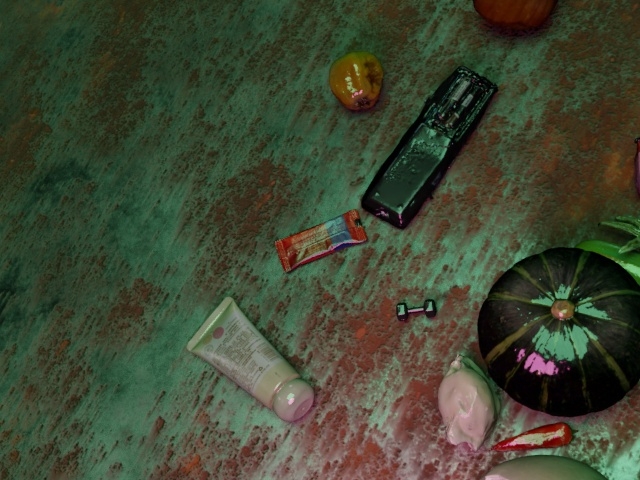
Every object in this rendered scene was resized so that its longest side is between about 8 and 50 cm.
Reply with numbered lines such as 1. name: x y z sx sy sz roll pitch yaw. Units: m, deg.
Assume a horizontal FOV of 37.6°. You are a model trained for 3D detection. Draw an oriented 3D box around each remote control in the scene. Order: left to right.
1. remote control: 0.244 -0.211 2.070 0.144 0.062 0.399 30 79 23

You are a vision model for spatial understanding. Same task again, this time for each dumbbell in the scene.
1. dumbbell: 0.199 0.144 1.954 0.083 0.040 0.036 -8 100 11

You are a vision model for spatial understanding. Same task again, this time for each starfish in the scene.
1. starfish: 0.649 -0.003 1.847 0.223 0.216 0.050 23 116 51

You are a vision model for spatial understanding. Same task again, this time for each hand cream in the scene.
1. hand cream: -0.143 0.258 1.972 0.306 0.093 0.147 38 88 26

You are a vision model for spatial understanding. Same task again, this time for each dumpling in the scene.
1. dumpling: 0.290 0.320 1.819 0.118 0.136 0.199 -23 36 43

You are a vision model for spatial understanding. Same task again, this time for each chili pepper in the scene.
1. chili pepper: 0.409 0.381 1.809 0.178 0.027 0.045 -13 67 12

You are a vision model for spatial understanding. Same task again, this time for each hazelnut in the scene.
1. hazelnut: 0.449 -0.561 2.082 0.210 0.210 0.186 -12 106 10

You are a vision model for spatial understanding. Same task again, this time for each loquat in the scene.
1. loquat: 0.083 -0.364 2.149 0.137 0.113 0.137 -1 79 4

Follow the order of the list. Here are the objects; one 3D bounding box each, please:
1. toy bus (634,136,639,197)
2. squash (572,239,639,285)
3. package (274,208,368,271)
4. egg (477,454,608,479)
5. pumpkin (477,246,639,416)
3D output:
1. toy bus: 0.779 -0.151 1.869 0.302 0.127 0.147 1 74 14
2. squash: 0.585 0.050 1.859 0.188 0.095 0.095 27 78 23
3. package: 0.000 0.000 2.073 0.200 0.022 0.083 -21 66 5
4. egg: 0.357 0.514 1.598 0.278 0.336 0.279 10 103 51
5. pumpkin: 0.458 0.170 1.761 0.323 0.241 0.323 -5 71 15
